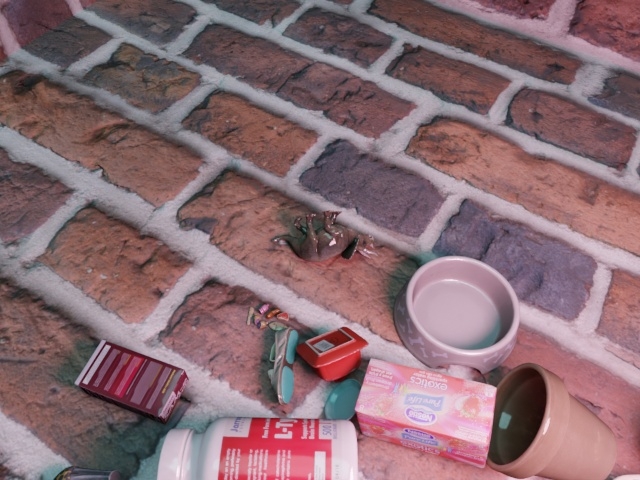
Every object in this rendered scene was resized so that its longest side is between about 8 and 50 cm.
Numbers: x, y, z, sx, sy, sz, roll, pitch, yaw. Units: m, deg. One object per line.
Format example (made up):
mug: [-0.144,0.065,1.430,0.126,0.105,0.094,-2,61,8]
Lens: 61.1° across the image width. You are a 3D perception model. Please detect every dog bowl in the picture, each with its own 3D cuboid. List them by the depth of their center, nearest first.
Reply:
dog bowl: [0.381,0.193,1.494,0.349,0.102,0.348,1,54,-1]

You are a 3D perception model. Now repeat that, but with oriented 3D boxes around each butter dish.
butter dish: [0.037,0.309,1.398,0.160,0.118,0.160,-19,16,-18]

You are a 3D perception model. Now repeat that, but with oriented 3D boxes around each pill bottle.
pill bottle: [-0.129,0.503,1.179,0.408,0.229,0.229,2,55,-1]

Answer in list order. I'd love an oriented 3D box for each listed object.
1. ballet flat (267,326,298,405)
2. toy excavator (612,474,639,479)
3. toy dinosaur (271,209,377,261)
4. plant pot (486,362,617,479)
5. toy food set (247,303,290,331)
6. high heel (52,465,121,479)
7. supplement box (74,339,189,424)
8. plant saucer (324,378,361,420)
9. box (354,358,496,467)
ballet flat: [-0.103,0.328,1.414,0.068,0.072,0.213,-12,50,24]
toy excavator: [0.807,0.542,1.224,0.445,0.222,0.433,0,54,15]
toy dinosaur: [0.000,0.000,1.603,0.313,0.121,0.160,-11,88,6]
plant pot: [0.537,0.450,1.255,0.229,0.263,0.263,28,56,-6]
toy food set: [-0.141,0.213,1.512,0.122,0.019,0.078,5,55,2]
high heel: [-0.531,0.635,1.187,0.186,0.093,0.261,-8,67,24]
supplement box: [-0.472,0.355,1.369,0.239,0.073,0.130,17,57,11]
plant saucer: [0.063,0.403,1.349,0.119,0.021,0.119,-33,30,22]
box: [0.248,0.401,1.273,0.300,0.154,0.142,9,52,20]
